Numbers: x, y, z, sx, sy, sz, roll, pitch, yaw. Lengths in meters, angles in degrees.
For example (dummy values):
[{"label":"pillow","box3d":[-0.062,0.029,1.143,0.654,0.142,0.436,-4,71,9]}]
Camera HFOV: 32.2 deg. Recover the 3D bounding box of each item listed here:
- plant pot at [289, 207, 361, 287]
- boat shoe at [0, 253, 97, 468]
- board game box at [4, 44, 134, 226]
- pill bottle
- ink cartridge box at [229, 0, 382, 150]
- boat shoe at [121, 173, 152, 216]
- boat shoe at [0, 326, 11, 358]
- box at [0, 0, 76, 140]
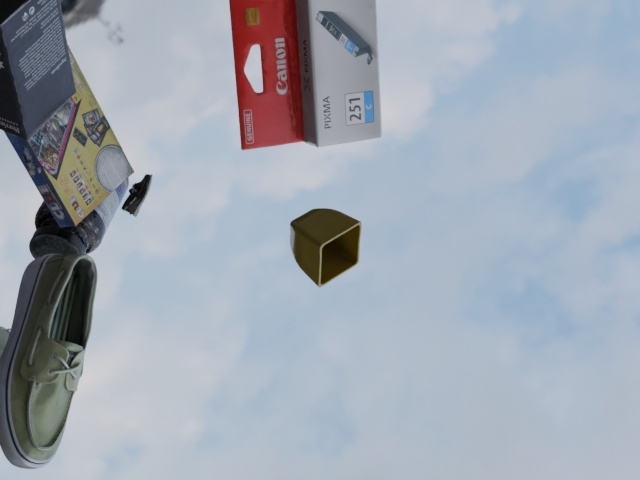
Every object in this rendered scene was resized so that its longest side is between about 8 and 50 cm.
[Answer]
[{"label":"plant pot","box3d":[0.000,0.000,1.581,0.081,0.081,0.083,-31,-129,-32]},{"label":"boat shoe","box3d":[-0.369,0.155,1.501,0.094,0.109,0.302,-14,-114,38]},{"label":"board game box","box3d":[-0.411,-0.166,1.771,0.042,0.243,0.165,-2,-146,36]},{"label":"pill bottle","box3d":[-0.427,-0.052,1.949,0.123,0.123,0.219,-22,-146,32]},{"label":"ink cartridge box","box3d":[-0.022,-0.316,1.993,0.261,0.296,0.066,-11,-163,-23]},{"label":"boat shoe","box3d":[-0.380,-0.097,2.297,0.125,0.038,0.046,127,-19,-49]},{"label":"boat shoe","box3d":[-0.594,0.204,2.099,0.076,0.083,0.226,-31,-102,4]},{"label":"box","box3d":[-0.350,-0.209,1.141,0.156,0.158,0.093,22,-127,15]}]
